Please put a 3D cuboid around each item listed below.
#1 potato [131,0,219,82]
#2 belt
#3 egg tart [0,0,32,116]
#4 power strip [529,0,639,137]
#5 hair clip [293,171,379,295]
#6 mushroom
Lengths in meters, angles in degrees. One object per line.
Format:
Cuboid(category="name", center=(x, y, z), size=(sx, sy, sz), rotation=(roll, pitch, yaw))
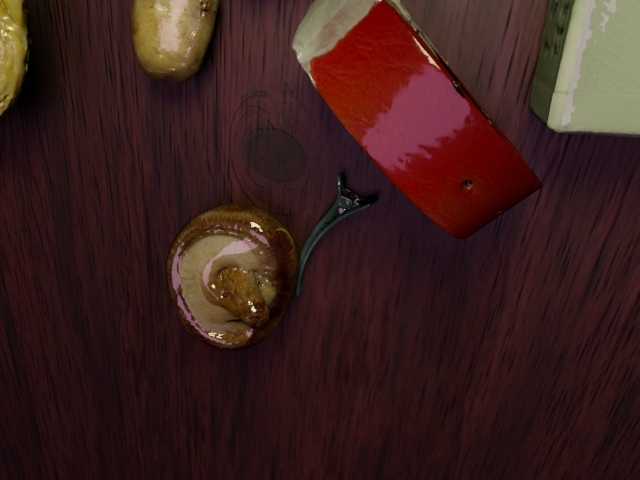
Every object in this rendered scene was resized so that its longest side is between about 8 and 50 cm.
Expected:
Cuboid(category="potato", center=(-0.189, -0.290, 0.625), size=(0.107, 0.080, 0.170), rotation=(17, 113, 5))
Cuboid(category="belt", center=(0.107, -0.151, 0.542), size=(0.115, 0.227, 0.324), rotation=(-40, 102, 23))
Cuboid(category="egg tart", center=(-0.530, -0.323, 0.658), size=(0.345, 0.132, 0.345), rotation=(5, 117, 10))
Cuboid(category="power strip", center=(0.320, -0.233, 0.504), size=(0.139, 0.140, 0.224), rotation=(7, 117, 11))
Cuboid(category="hair clip", center=(0.000, 0.000, 0.750), size=(0.070, 0.039, 0.229), rotation=(33, 122, -3))
Cuboid(category="mushroom", center=(-0.132, 0.050, 0.753), size=(0.194, 0.138, 0.231), rotation=(31, 106, 16))
